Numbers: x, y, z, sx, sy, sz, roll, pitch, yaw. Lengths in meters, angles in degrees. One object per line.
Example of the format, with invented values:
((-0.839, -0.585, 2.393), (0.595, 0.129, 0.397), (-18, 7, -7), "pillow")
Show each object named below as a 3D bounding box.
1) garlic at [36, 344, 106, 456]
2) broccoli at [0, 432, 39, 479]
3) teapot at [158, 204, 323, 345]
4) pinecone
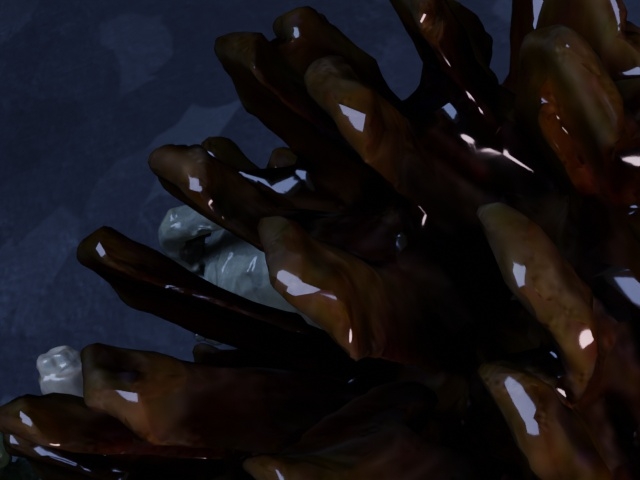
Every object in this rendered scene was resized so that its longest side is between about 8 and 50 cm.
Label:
((-0.071, 0.138, 0.932), (0.199, 0.226, 0.199), (-24, 38, 20), "garlic")
((-0.231, 0.180, 1.032), (0.198, 0.177, 0.275), (-63, -6, 11), "broccoli")
((0.000, 0.000, 1.086), (0.200, 0.107, 0.077), (-17, 48, 33), "teapot")
((0.036, 0.086, 0.751), (0.384, 0.384, 0.384), (-25, 42, 25), "pinecone")
